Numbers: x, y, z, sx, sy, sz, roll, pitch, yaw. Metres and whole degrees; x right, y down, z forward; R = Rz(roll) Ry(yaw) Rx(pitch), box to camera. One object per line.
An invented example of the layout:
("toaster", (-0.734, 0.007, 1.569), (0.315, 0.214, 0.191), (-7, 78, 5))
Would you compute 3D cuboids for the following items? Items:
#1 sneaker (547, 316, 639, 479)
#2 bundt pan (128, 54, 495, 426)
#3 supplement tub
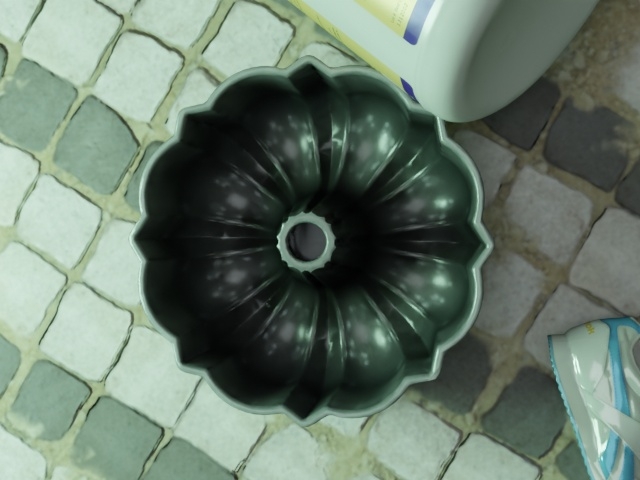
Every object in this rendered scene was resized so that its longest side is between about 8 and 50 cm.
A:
("sneaker", (0.282, 0.182, 1.208), (0.092, 0.087, 0.228), (-20, 89, 9))
("bundt pan", (0.000, 0.000, 1.239), (0.331, 0.124, 0.330), (0, 91, 12))
("supplement tub", (0.066, -0.284, 1.144), (0.331, 0.241, 0.241), (41, 98, 21))
